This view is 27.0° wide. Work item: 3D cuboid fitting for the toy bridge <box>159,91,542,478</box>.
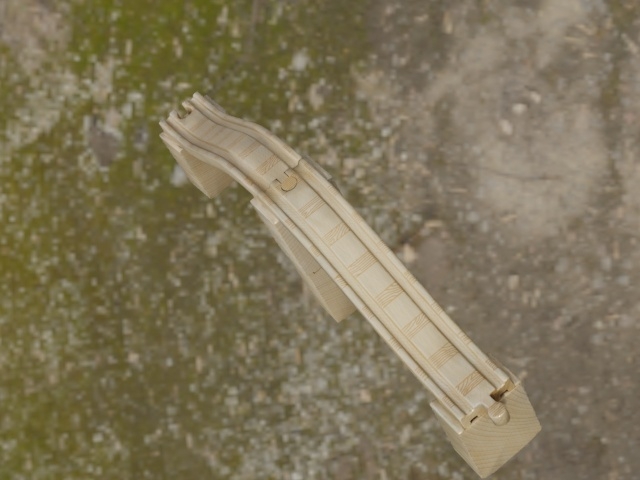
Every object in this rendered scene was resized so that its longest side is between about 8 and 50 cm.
[{"bbox_3d":[0.000,0.000,0.428,0.026,0.063,0.188,-39,48,-8],"label":"toy bridge"}]
